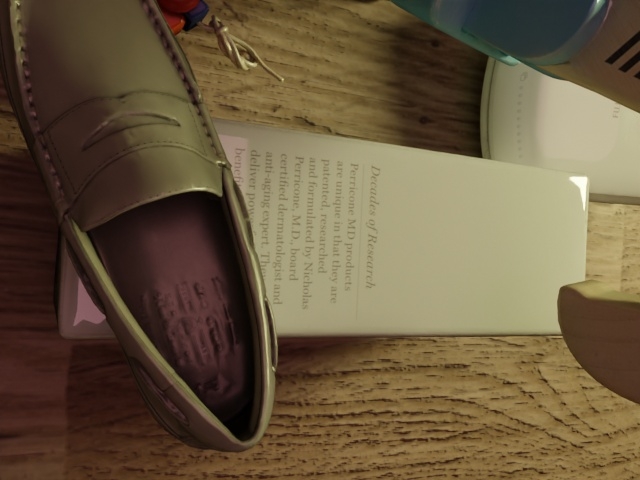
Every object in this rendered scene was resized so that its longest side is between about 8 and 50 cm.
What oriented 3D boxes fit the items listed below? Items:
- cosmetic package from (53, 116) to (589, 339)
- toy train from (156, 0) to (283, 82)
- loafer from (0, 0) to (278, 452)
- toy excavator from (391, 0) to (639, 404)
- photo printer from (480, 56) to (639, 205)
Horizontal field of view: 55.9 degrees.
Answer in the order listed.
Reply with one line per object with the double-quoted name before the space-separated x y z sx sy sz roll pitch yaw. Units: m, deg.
"cosmetic package" 0.000 0.000 0.569 0.454 0.230 0.161 4 88 -25
"toy train" -0.168 -0.187 0.567 0.248 0.105 0.143 42 85 -19
"loafer" -0.095 -0.034 0.340 0.112 0.111 0.319 -24 99 -23
"toy excavator" 0.196 -0.171 0.416 0.222 0.445 0.432 0 126 -50
"photo printer" 0.354 -0.175 0.754 0.308 0.107 0.255 5 99 -8
